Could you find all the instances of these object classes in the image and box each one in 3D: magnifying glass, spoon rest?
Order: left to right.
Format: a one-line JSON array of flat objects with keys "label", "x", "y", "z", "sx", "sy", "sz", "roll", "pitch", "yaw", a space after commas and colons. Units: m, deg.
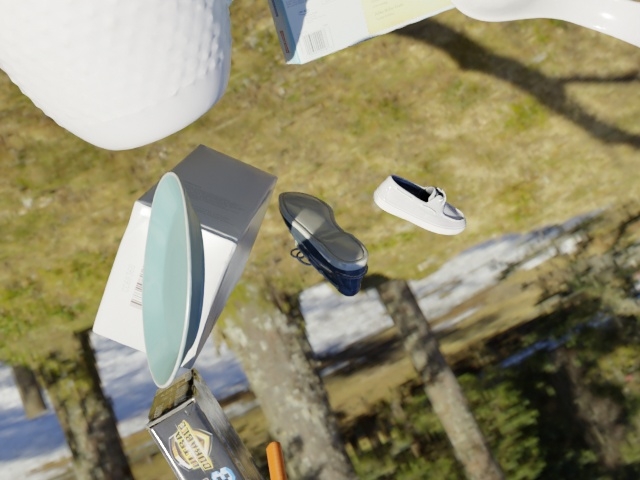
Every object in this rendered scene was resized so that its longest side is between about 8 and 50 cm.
[{"label": "magnifying glass", "x": -0.060, "y": 0.420, "z": 1.513, "sx": 0.026, "sy": 0.231, "sz": 0.092, "roll": 22, "pitch": 120, "yaw": -28}, {"label": "spoon rest", "x": 0.237, "y": -0.278, "z": 1.000, "sx": 0.084, "sy": 0.276, "sz": 0.137, "roll": -18, "pitch": 134, "yaw": -50}]

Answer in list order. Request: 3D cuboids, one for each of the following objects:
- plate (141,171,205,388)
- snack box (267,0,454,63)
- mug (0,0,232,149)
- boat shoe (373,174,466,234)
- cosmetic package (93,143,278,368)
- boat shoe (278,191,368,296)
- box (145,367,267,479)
[{"label": "plate", "x": -0.127, "y": 0.034, "z": 0.821, "sx": 0.024, "sy": 0.188, "sz": 0.188, "roll": 4, "pitch": 151, "yaw": -21}, {"label": "snack box", "x": 0.075, "y": -0.384, "z": 1.305, "sx": 0.322, "sy": 0.187, "sz": 0.060, "roll": -24, "pitch": -160, "yaw": -19}, {"label": "mug", "x": -0.215, "y": -0.306, "z": 1.044, "sx": 0.276, "sy": 0.328, "sz": 0.374, "roll": 4, "pitch": -141, "yaw": 40}, {"label": "boat shoe", "x": 0.182, "y": -0.066, "z": 1.627, "sx": 0.184, "sy": 0.066, "sz": 0.063, "roll": 23, "pitch": 126, "yaw": -17}, {"label": "cosmetic package", "x": -0.193, "y": 0.009, "z": 1.444, "sx": 0.385, "sy": 0.156, "sz": 0.217, "roll": -67, "pitch": 179, "yaw": -70}, {"label": "boat shoe", "x": 0.000, "y": 0.000, "z": 1.566, "sx": 0.095, "sy": 0.254, "sz": 0.079, "roll": -14, "pitch": 127, "yaw": -30}, {"label": "box", "x": -0.108, "y": 0.311, "z": 1.172, "sx": 0.073, "sy": 0.295, "sz": 0.293, "roll": -32, "pitch": -176, "yaw": -5}]
